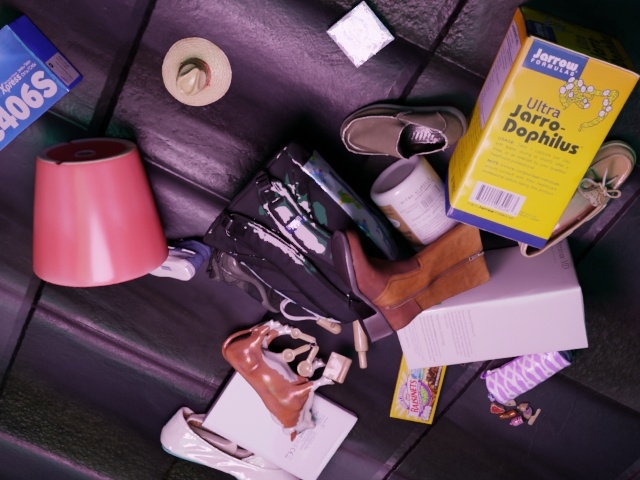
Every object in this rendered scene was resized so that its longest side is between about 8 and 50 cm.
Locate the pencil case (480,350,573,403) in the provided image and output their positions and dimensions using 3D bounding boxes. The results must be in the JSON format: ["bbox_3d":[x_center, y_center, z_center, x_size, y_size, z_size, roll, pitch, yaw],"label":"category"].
[{"bbox_3d":[0.465,0.287,1.754,0.206,0.086,0.088,-39,86,25],"label":"pencil case"}]

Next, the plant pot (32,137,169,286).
[{"bbox_3d":[-0.458,-0.069,1.579,0.275,0.275,0.243,2,113,8],"label":"plant pot"}]

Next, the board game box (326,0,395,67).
[{"bbox_3d":[0.074,-0.380,1.431,0.090,0.020,0.090,-34,112,25],"label":"board game box"}]

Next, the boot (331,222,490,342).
[{"bbox_3d":[0.177,0.035,1.444,0.281,0.096,0.264,-28,116,-7],"label":"boot"}]

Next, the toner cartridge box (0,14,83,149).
[{"bbox_3d":[-0.661,-0.281,1.572,0.348,0.075,0.165,-32,111,25],"label":"toner cartridge box"}]

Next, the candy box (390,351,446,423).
[{"bbox_3d":[0.233,0.350,1.858,0.105,0.027,0.205,11,122,6],"label":"candy box"}]

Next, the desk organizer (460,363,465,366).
[{"bbox_3d":[0.286,0.226,1.758,0.130,0.050,0.047,31,121,-11],"label":"desk organizer"}]

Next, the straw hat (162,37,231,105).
[{"bbox_3d":[-0.246,-0.312,1.498,0.145,0.061,0.144,4,122,7],"label":"straw hat"}]

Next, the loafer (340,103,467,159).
[{"bbox_3d":[0.145,-0.204,1.470,0.251,0.087,0.094,-3,122,29],"label":"loafer"}]

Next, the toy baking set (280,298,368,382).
[{"bbox_3d":[0.009,0.196,1.742,0.197,0.030,0.256,-2,93,-8],"label":"toy baking set"}]

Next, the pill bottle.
[{"bbox_3d":[0.215,-0.048,1.551,0.131,0.131,0.229,-32,113,24],"label":"pill bottle"}]

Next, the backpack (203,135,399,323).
[{"bbox_3d":[0.000,0.000,1.564,0.355,0.273,0.290,42,110,0],"label":"backpack"}]

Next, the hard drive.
[{"bbox_3d":[-0.100,0.441,1.917,0.319,0.040,0.210,32,99,-11],"label":"hard drive"}]

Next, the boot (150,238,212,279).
[{"bbox_3d":[-0.330,0.033,1.728,0.190,0.086,0.069,14,136,34],"label":"boot"}]

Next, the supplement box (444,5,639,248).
[{"bbox_3d":[0.378,-0.200,1.394,0.195,0.194,0.356,18,123,-3],"label":"supplement box"}]

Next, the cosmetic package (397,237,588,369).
[{"bbox_3d":[0.346,0.132,1.606,0.366,0.197,0.155,-12,118,13],"label":"cosmetic package"}]

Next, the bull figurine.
[{"bbox_3d":[-0.087,0.321,1.812,0.188,0.101,0.310,-40,103,9],"label":"bull figurine"}]

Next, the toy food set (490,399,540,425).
[{"bbox_3d":[0.461,0.412,1.866,0.122,0.019,0.077,17,123,-2],"label":"toy food set"}]

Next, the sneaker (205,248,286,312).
[{"bbox_3d":[-0.164,0.078,1.721,0.130,0.087,0.227,7,153,40],"label":"sneaker"}]

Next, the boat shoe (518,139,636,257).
[{"bbox_3d":[0.499,-0.073,1.516,0.105,0.089,0.285,33,120,-12],"label":"boat shoe"}]

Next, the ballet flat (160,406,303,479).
[{"bbox_3d":[-0.210,0.536,1.993,0.401,0.139,0.139,22,122,-5],"label":"ballet flat"}]
